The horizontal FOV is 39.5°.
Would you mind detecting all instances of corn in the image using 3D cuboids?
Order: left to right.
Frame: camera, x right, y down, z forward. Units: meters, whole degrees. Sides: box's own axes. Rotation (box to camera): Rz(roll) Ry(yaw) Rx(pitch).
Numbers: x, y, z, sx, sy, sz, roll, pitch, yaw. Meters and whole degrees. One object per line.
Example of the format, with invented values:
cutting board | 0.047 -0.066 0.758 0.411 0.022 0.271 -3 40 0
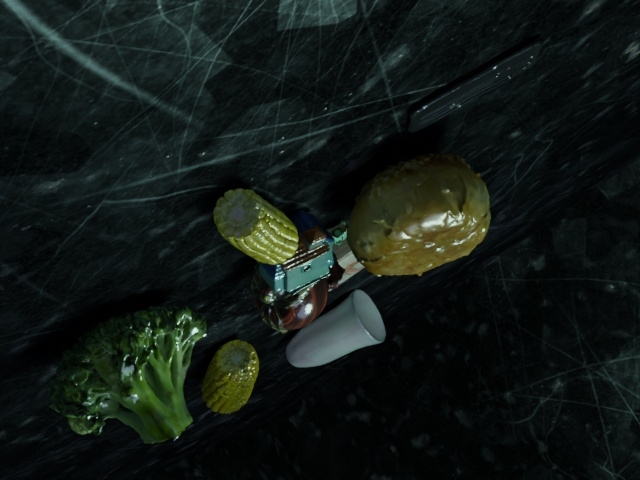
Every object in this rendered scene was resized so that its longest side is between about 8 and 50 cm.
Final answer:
corn | -0.243 0.366 2.392 0.144 0.144 0.387 -26 160 -22
corn | -0.103 -0.020 1.445 0.093 0.093 0.244 -33 162 5

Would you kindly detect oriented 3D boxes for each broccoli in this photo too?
broccoli | -0.323 0.249 1.593 0.288 0.245 0.248 -27 175 2

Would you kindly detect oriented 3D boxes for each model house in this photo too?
model house | -0.042 0.006 1.650 0.148 0.119 0.148 -25 155 -20

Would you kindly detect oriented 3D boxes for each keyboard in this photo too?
keyboard | 0.262 -0.264 1.527 0.262 0.016 0.106 -30 166 -5

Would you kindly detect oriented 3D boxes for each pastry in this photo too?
pastry | 0.180 -0.059 1.704 0.285 0.184 0.316 -26 157 14

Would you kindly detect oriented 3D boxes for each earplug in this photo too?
earplug | 0.022 0.287 2.659 0.301 0.172 0.172 -29 168 21

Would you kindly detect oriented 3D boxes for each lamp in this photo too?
lamp | -0.052 0.113 1.813 0.223 0.151 0.215 5 143 -39

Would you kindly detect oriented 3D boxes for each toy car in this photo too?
toy car | 0.000 0.000 1.844 0.122 0.035 0.059 -18 164 -7

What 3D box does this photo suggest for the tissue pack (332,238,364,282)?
tissue pack | 0.109 0.000 1.996 0.325 0.071 0.170 -34 163 12
